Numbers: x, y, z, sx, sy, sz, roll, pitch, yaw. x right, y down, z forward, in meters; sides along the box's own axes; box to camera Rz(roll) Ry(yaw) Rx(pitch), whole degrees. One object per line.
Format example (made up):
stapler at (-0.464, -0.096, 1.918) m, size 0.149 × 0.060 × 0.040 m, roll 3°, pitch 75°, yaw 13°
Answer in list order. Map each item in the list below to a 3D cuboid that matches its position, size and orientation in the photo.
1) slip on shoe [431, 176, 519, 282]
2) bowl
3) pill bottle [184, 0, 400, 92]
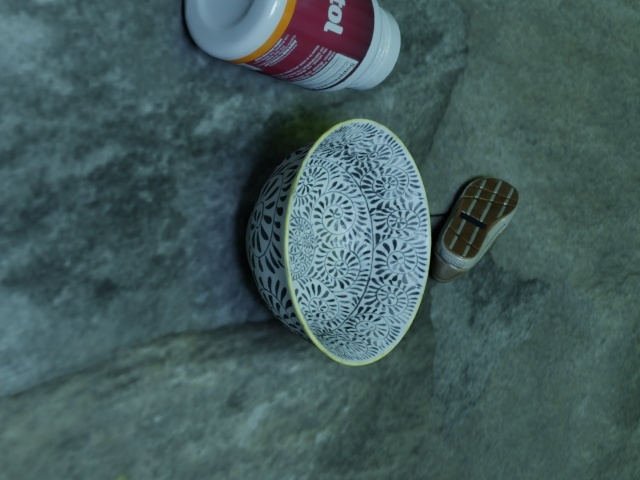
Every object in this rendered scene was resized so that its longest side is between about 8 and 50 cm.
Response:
slip on shoe at (0.136, -0.010, 1.017) m, size 0.135 × 0.051 × 0.041 m, roll -54°, pitch 170°, yaw -46°
bowl at (0.000, 0.000, 0.808) m, size 0.170 × 0.080 × 0.170 m, roll -3°, pitch 94°, yaw -52°
pill bottle at (-0.013, -0.150, 0.782) m, size 0.152 × 0.086 × 0.086 m, roll 9°, pitch 84°, yaw -52°
